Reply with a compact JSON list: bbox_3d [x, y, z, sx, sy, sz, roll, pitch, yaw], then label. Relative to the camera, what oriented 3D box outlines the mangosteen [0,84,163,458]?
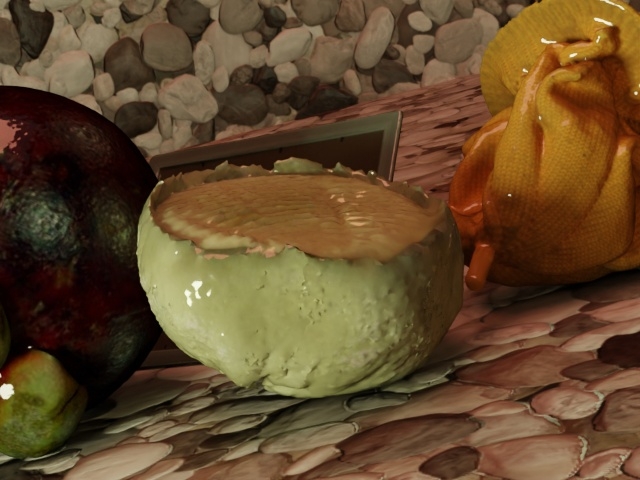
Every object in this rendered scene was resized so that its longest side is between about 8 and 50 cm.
[{"bbox_3d":[-0.264,0.019,1.355,0.300,0.300,0.300,-14,11,3],"label":"mangosteen"}]

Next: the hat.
[{"bbox_3d":[0.183,-0.039,1.371,0.233,0.233,0.244,-49,-12,-36],"label":"hat"}]

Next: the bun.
[{"bbox_3d":[-0.015,0.035,1.279,0.259,0.152,0.259,2,18,0],"label":"bun"}]

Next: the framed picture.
[{"bbox_3d":[-0.061,0.006,1.507,0.296,0.232,0.019,-7,-29,34],"label":"framed picture"}]
